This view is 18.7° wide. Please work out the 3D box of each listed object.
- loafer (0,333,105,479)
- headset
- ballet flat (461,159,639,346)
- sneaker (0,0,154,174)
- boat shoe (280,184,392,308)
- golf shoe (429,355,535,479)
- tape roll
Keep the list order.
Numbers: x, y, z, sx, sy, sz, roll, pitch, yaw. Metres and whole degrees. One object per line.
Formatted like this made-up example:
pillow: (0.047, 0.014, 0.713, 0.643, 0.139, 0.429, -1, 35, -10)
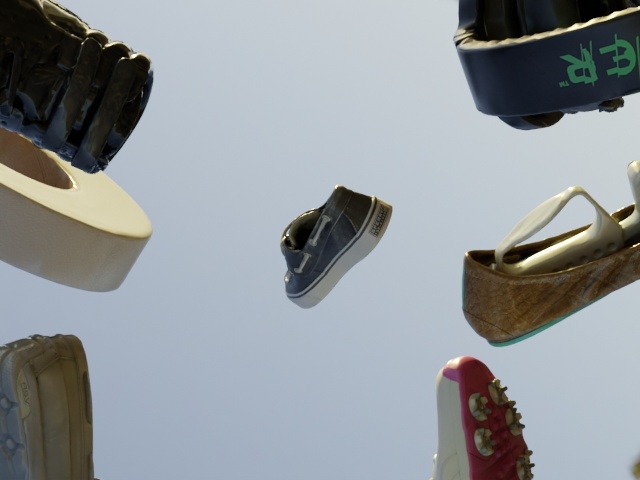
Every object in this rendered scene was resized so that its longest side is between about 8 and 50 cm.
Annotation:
loafer: (-0.237, 0.240, 1.738, 0.111, 0.112, 0.319, -15, -70, -44)
headset: (0.224, -0.138, 1.318, 0.394, 0.243, 0.185, -70, -38, -73)
ballet flat: (0.297, -0.007, 1.974, 0.116, 0.342, 0.124, -102, -10, -67)
sneaker: (-0.192, -0.107, 1.196, 0.147, 0.104, 0.296, 29, -170, 12)
boat shoe: (0.000, 0.000, 1.930, 0.070, 0.219, 0.078, 27, -120, -10)
golf shoe: (0.131, 0.263, 1.800, 0.115, 0.140, 0.306, -7, -94, -57)
tape roll: (-0.351, -0.079, 1.992, 0.392, 0.072, 0.392, 32, -171, -6)
